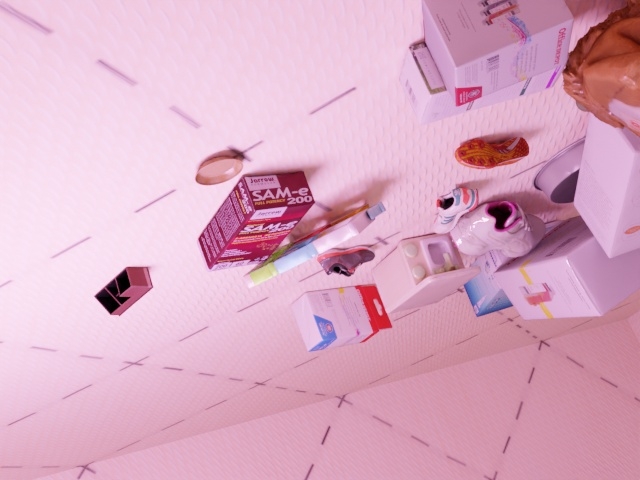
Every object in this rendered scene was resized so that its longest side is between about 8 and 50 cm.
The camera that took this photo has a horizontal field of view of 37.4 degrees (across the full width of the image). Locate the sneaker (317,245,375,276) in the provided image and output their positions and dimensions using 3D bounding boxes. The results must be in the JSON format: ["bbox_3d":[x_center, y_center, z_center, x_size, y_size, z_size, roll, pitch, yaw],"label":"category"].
[{"bbox_3d":[0.063,0.055,2.146,0.158,0.064,0.061,-6,155,-35],"label":"sneaker"}]

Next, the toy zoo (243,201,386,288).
[{"bbox_3d":[0.000,0.000,1.880,0.293,0.030,0.192,-27,-175,16],"label":"toy zoo"}]

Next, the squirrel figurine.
[{"bbox_3d":[0.561,-0.328,1.405,0.370,0.281,0.397,-55,-162,4],"label":"squirrel figurine"}]

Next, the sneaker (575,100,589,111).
[{"bbox_3d":[0.496,-0.299,1.682,0.086,0.064,0.192,-1,153,-27],"label":"sneaker"}]

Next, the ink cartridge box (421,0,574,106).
[{"bbox_3d":[0.249,-0.297,1.338,0.176,0.127,0.128,-21,159,1],"label":"ink cartridge box"}]

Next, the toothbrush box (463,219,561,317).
[{"bbox_3d":[0.539,0.081,2.588,0.216,0.126,0.295,-15,160,-14],"label":"toothbrush box"}]

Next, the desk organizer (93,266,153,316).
[{"bbox_3d":[-0.386,0.100,1.851,0.050,0.047,0.130,4,148,-45],"label":"desk organizer"}]

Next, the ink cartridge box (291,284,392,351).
[{"bbox_3d":[0.056,0.194,2.391,0.231,0.134,0.078,-4,153,-37],"label":"ink cartridge box"}]

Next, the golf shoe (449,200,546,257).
[{"bbox_3d":[0.448,-0.033,2.238,0.306,0.115,0.140,-5,151,-39],"label":"golf shoe"}]

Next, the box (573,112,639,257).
[{"bbox_3d":[0.670,-0.153,1.939,0.215,0.168,0.345,-18,144,-7],"label":"box"}]

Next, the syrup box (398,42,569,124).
[{"bbox_3d":[0.252,-0.267,1.467,0.237,0.093,0.096,-17,159,-12],"label":"syrup box"}]

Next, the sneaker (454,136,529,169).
[{"bbox_3d":[0.332,-0.163,1.861,0.175,0.064,0.067,-5,165,-30],"label":"sneaker"}]

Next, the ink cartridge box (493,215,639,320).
[{"bbox_3d":[0.631,0.052,2.256,0.279,0.160,0.385,-33,-177,-15],"label":"ink cartridge box"}]

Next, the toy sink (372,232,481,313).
[{"bbox_3d":[0.250,0.067,2.268,0.153,0.131,0.234,-11,162,-26],"label":"toy sink"}]

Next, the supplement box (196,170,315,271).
[{"bbox_3d":[-0.122,-0.032,1.732,0.130,0.073,0.239,-9,156,-32],"label":"supplement box"}]

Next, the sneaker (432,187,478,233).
[{"bbox_3d":[0.275,-0.070,2.071,0.075,0.057,0.161,9,149,-24],"label":"sneaker"}]

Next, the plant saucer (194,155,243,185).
[{"bbox_3d":[-0.168,-0.117,1.553,0.083,0.015,0.083,-18,160,-7],"label":"plant saucer"}]

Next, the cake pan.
[{"bbox_3d":[0.627,-0.168,2.146,0.293,0.054,0.293,-18,160,-7],"label":"cake pan"}]
